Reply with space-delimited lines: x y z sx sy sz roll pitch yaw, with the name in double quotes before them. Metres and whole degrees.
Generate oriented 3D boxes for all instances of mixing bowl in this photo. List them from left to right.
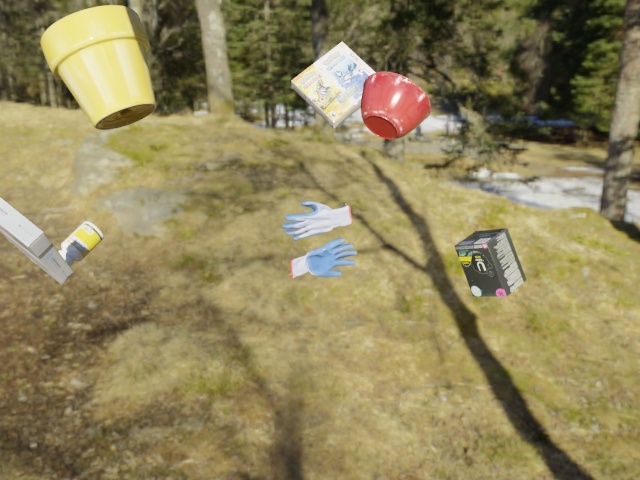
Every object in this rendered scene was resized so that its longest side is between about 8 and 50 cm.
"mixing bowl" 0.168 -0.314 1.593 0.181 0.181 0.098 11 62 37

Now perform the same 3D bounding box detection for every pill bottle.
"pill bottle" -0.609 0.012 1.638 0.065 0.065 0.116 13 52 39

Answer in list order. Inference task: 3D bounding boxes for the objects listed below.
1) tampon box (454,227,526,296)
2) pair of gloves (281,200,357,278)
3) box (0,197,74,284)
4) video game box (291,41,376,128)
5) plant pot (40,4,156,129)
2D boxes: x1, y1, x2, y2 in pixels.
"tampon box" 0.463 0.062 1.777 0.101 0.161 0.120 -30 13 -33
"pair of gloves" 0.000 0.000 1.413 0.159 0.198 0.023 -13 29 -13
"box" -0.535 -0.005 1.181 0.145 0.186 0.038 36 68 13
"video game box" 0.052 -0.454 1.894 0.205 0.048 0.187 -41 74 -13
"plant pot" -0.532 -0.419 1.633 0.254 0.239 0.254 -23 0 0
